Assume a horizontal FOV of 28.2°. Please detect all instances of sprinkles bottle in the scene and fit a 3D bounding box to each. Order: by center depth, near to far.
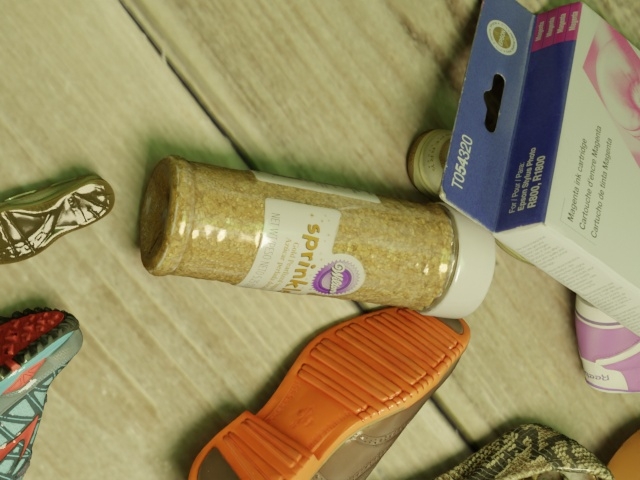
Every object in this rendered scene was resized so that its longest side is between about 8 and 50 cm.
[{"bbox_3d":[0.000,0.000,1.293,0.355,0.121,0.121,9,90,-24],"label":"sprinkles bottle"}]

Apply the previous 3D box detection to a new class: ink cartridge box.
[{"bbox_3d":[0.294,-0.094,1.369,0.330,0.071,0.324,33,52,-23],"label":"ink cartridge box"}]

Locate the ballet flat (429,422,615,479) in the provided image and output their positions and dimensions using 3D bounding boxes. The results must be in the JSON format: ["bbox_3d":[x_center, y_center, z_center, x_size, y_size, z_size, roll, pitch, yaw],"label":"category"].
[{"bbox_3d":[0.111,0.344,1.334,0.482,0.182,0.164,-27,105,-20],"label":"ballet flat"}]

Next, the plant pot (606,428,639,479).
[{"bbox_3d":[0.464,0.361,1.444,0.291,0.203,0.291,-2,93,-39],"label":"plant pot"}]

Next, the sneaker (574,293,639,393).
[{"bbox_3d":[0.409,0.084,1.508,0.282,0.102,0.161,-23,121,-24],"label":"sneaker"}]

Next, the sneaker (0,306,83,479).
[{"bbox_3d":[-0.314,0.176,1.195,0.262,0.104,0.125,-45,127,-11],"label":"sneaker"}]

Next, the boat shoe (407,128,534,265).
[{"bbox_3d":[0.229,-0.037,1.408,0.285,0.089,0.105,22,84,-24],"label":"boat shoe"}]

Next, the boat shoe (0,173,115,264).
[{"bbox_3d":[-0.273,-0.023,1.217,0.153,0.048,0.056,-27,116,-13],"label":"boat shoe"}]

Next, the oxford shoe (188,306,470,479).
[{"bbox_3d":[0.016,0.196,1.336,0.363,0.130,0.133,-34,139,-25],"label":"oxford shoe"}]
